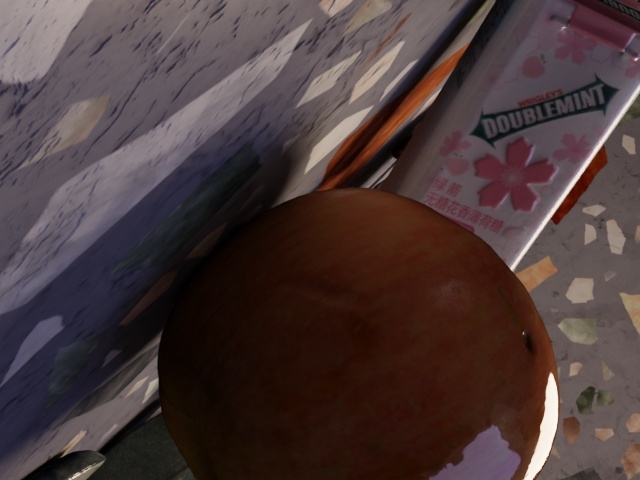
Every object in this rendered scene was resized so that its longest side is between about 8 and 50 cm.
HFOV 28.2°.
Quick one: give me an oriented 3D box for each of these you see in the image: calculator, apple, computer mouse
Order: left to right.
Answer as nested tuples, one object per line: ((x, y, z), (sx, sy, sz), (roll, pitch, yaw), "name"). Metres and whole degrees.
((-0.354, 0.326, 1.401), (0.177, 0.040, 0.268), (-51, 171, 34), "calculator")
((-0.183, 0.328, 1.723), (0.374, 0.203, 0.114), (-35, 178, -34), "computer mouse")
((0.024, 0.143, 1.262), (0.346, 0.391, 0.391), (-32, 170, -15), "apple")

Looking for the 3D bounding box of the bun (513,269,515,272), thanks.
((0.179, 0.041, 2.294), (0.326, 0.234, 0.362), (-37, -174, -21), "bun")

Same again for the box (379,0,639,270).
((0.222, -0.129, 1.470), (0.370, 0.190, 0.112), (-57, -163, 31), "box")

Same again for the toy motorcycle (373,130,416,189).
((0.147, -0.038, 1.760), (0.319, 0.182, 0.241), (-43, 173, -40), "toy motorcycle")

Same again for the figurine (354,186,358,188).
((0.005, -0.002, 1.514), (0.178, 0.114, 0.144), (-96, -154, -83), "figurine")
